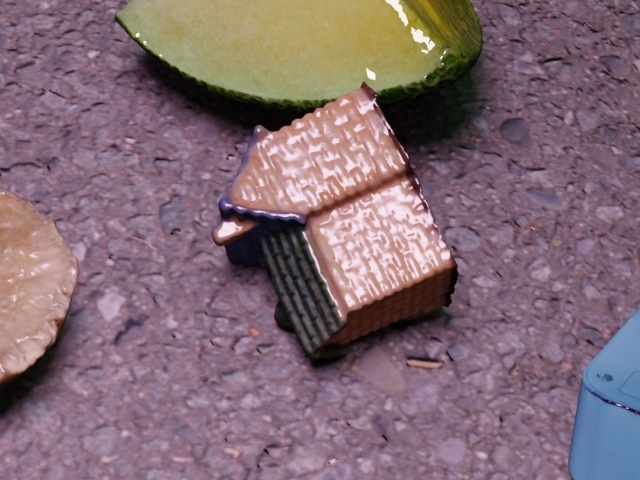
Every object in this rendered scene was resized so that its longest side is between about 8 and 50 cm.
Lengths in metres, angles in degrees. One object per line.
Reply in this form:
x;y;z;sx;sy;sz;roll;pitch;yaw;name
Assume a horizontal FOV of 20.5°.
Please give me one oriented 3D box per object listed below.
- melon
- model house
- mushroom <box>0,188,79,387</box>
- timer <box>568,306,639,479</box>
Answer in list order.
0.014;-0.245;1.662;0.331;0.226;0.343;1;11;21;melon
0.000;0.000;1.487;0.172;0.166;0.183;-25;71;-12;model house
-0.298;0.023;1.319;0.233;0.301;0.208;-22;88;-13;mushroom
0.349;0.139;1.458;0.231;0.091;0.250;19;32;24;timer
